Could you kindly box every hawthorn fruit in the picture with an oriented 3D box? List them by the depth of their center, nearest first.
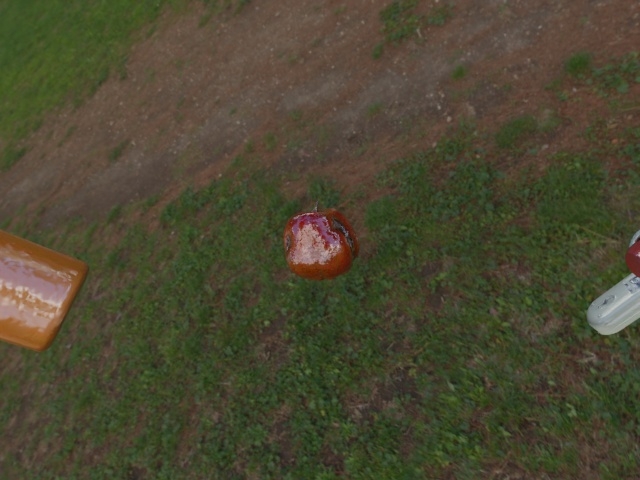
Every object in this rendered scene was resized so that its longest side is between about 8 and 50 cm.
[{"bbox_3d":[0.000,0.000,0.531,0.093,0.093,0.093,-21,46,24],"label":"hawthorn fruit"}]

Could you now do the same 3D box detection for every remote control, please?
[{"bbox_3d":[0.546,0.077,0.777,0.221,0.042,0.078,-48,7,26],"label":"remote control"}]

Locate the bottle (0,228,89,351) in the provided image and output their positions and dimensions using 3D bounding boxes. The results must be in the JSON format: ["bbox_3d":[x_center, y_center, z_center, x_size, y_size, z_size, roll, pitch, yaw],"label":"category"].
[{"bbox_3d":[-0.249,0.007,0.287,0.069,0.187,0.069,-49,24,30],"label":"bottle"}]

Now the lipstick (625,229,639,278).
[{"bbox_3d":[0.275,-0.001,0.343,0.057,0.187,0.063,25,119,53],"label":"lipstick"}]
